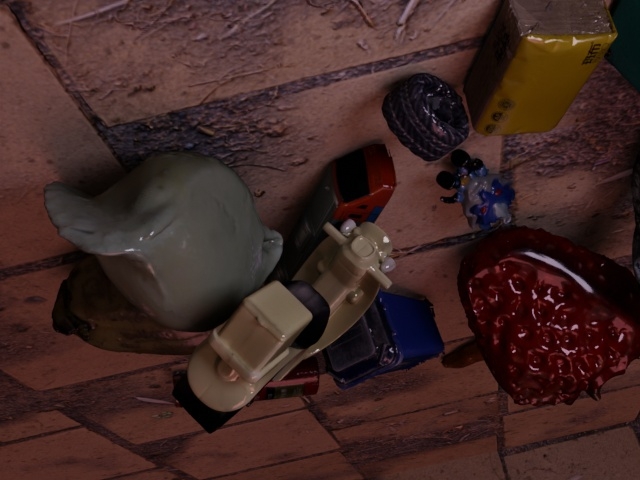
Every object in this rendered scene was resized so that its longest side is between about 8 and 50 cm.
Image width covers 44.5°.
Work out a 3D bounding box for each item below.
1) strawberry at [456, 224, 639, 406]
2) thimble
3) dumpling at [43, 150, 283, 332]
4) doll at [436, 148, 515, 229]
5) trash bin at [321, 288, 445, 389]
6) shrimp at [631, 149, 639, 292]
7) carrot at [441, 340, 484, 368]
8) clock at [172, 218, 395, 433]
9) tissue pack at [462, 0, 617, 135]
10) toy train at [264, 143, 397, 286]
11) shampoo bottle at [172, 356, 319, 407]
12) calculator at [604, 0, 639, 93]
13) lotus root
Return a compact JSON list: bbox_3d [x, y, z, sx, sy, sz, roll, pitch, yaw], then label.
[{"bbox_3d":[0.386,0.111,1.386,0.318,0.295,0.345,-29,112,40],"label":"strawberry"},{"bbox_3d":[0.130,-0.150,0.959,0.104,0.095,0.066,7,149,-45],"label":"thimble"},{"bbox_3d":[-0.179,-0.016,0.999,0.212,0.270,0.320,-33,141,-4],"label":"dumpling"},{"bbox_3d":[0.241,-0.069,1.175,0.096,0.070,0.195,-52,137,7],"label":"doll"},{"bbox_3d":[0.113,0.168,1.467,0.163,0.183,0.235,-31,156,33],"label":"trash bin"},{"bbox_3d":[0.552,0.001,1.201,0.221,0.410,0.166,-34,-159,-29],"label":"shrimp"},{"bbox_3d":[0.372,0.252,1.800,0.059,0.059,0.248,18,143,-41],"label":"carrot"},{"bbox_3d":[-0.032,0.106,1.042,0.276,0.120,0.379,-51,172,33],"label":"clock"},{"bbox_3d":[0.252,-0.204,0.917,0.120,0.082,0.169,-4,150,-14],"label":"tissue pack"},{"bbox_3d":[0.000,0.000,1.190,0.089,0.086,0.409,3,148,-19],"label":"toy train"},{"bbox_3d":[-0.159,0.310,1.696,0.315,0.076,0.118,-4,153,-11],"label":"shampoo bottle"},{"bbox_3d":[0.428,-0.203,0.820,0.058,0.274,0.248,-28,153,-17],"label":"calculator"},{"bbox_3d":[-0.239,0.099,1.177,0.310,0.173,0.173,3,151,4],"label":"lotus root"}]
